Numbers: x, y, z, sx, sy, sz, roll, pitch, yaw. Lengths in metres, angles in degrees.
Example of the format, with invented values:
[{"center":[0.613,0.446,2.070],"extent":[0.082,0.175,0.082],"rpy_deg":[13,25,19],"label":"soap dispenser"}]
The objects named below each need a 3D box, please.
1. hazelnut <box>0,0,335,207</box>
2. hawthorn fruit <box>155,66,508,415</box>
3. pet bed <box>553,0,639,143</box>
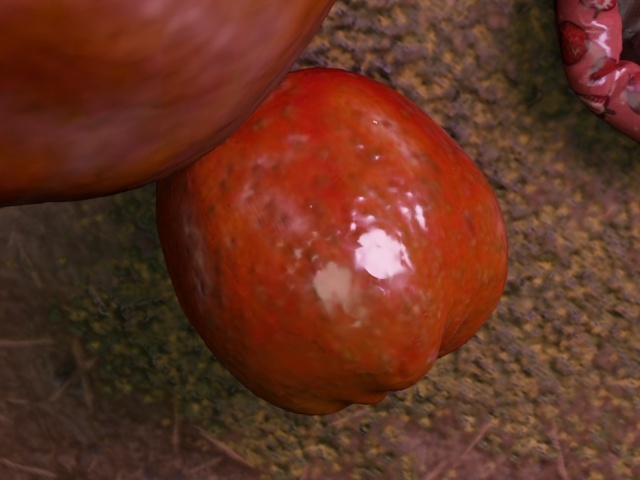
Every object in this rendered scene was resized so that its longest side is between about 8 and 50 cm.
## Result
[{"center":[-0.143,-0.185,0.459],"extent":[0.365,0.366,0.366],"rpy_deg":[2,110,5],"label":"hazelnut"},{"center":[0.000,0.000,0.617],"extent":[0.189,0.189,0.189],"rpy_deg":[2,110,5],"label":"hawthorn fruit"},{"center":[0.215,-0.130,0.609],"extent":[0.201,0.053,0.201],"rpy_deg":[2,105,9],"label":"pet bed"}]
